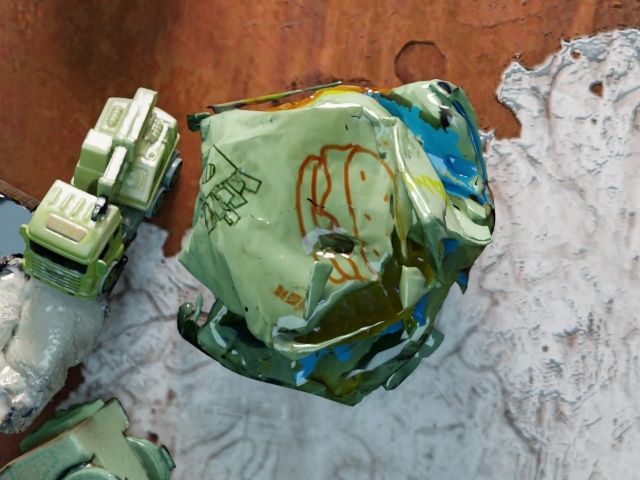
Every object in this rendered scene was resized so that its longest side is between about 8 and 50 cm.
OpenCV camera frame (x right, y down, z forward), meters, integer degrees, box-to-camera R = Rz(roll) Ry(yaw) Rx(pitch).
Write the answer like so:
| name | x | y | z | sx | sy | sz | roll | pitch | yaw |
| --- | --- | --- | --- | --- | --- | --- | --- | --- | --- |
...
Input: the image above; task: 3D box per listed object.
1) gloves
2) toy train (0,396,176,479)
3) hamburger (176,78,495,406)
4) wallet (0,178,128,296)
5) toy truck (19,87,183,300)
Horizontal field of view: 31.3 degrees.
| name | x | y | z | sx | sy | sz | roll | pitch | yaw |
| --- | --- | --- | --- | --- | --- | --- | --- | --- | --- |
| gloves | -0.247 | 0.075 | 0.938 | 0.114 | 0.070 | 0.153 | 34 | 90 | 0 |
| toy train | -0.164 | 0.297 | 0.965 | 0.159 | 0.129 | 0.326 | -29 | 93 | 13 |
| hamburger | 0.004 | 0.006 | 0.897 | 0.260 | 0.150 | 0.276 | 6 | 98 | 7 |
| wallet | -0.292 | 0.008 | 0.985 | 0.230 | 0.042 | 0.124 | 30 | 101 | 2 |
| toy truck | -0.170 | -0.045 | 0.907 | 0.077 | 0.100 | 0.169 | 25 | 58 | 4 |
